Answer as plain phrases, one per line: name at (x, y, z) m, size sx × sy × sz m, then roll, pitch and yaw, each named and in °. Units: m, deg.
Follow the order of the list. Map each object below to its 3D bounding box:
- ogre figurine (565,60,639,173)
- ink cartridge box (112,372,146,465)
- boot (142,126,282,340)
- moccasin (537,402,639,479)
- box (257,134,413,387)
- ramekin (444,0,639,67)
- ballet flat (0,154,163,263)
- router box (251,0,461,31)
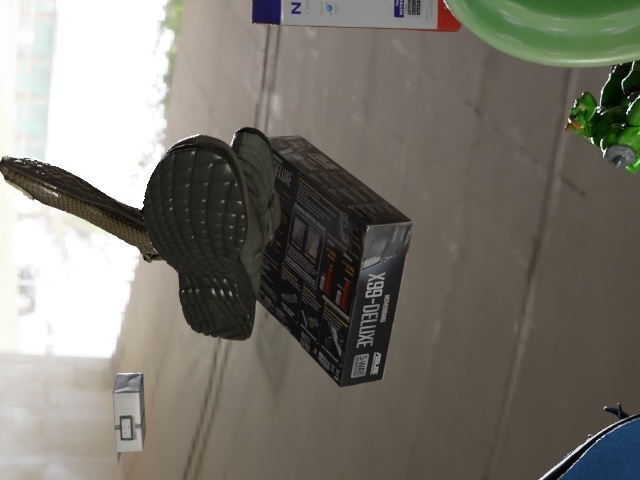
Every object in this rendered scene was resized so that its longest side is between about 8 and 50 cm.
ogre figurine at (0.315, -0.136, 1.146) m, size 0.118 × 0.096 × 0.197 m, roll -60°, pitch -155°, yaw 14°
ink cartridge box at (-0.195, 0.184, 1.165) m, size 0.048 × 0.028 × 0.083 m, roll -100°, pitch -170°, yaw -71°
boot at (-0.083, -0.041, 0.972) m, size 0.247 × 0.083 × 0.161 m, roll 87°, pitch 13°, yaw -52°
moccasin at (0.355, 0.276, 1.403) m, size 0.342 × 0.138 × 0.117 m, roll -35°, pitch -177°, yaw 28°
box at (-0.003, 0.020, 1.585) m, size 0.307 × 0.076 × 0.243 m, roll 41°, pitch -51°, yaw 49°
ramekin at (0.240, -0.306, 0.972) m, size 0.303 × 0.303 × 0.148 m, roll 113°, pitch -21°, yaw -51°
ballet flat at (-0.270, -0.032, 1.342) m, size 0.058 × 0.249 × 0.084 m, roll -56°, pitch -144°, yaw 14°
router box at (0.058, -0.454, 1.535) m, size 0.082 × 0.301 × 0.336 m, roll 19°, pitch -69°, yaw 55°
